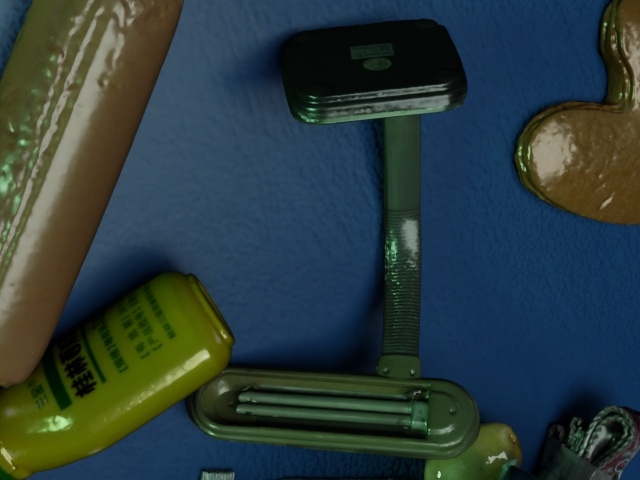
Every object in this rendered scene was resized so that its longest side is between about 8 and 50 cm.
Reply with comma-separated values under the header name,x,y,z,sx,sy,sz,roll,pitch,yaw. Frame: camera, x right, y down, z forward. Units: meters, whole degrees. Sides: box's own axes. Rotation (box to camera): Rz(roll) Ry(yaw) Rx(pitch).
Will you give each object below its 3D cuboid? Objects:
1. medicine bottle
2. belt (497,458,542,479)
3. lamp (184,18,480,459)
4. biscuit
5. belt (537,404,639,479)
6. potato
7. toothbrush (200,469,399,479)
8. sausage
name,x,y,z,sx,sy,sz,roll,pitch,yaw
medicine bottle,-0.176,0.114,0.645,0.260,0.095,0.064,-34,130,-3
belt,0.096,0.363,0.657,0.436,0.173,0.300,-54,163,-29
lamp,0.000,0.000,0.700,0.203,0.124,0.283,-4,108,-2
biscuit,0.249,-0.108,0.809,0.186,0.036,0.192,8,98,-24
belt,0.198,0.238,0.853,0.053,0.071,0.232,22,96,-33
potato,0.119,0.178,0.804,0.083,0.062,0.068,-25,143,12
toothbrush,-0.012,0.182,0.775,0.167,0.011,0.014,7,94,-25
sausage,-0.163,-0.048,0.612,0.086,0.086,0.289,21,92,-26
